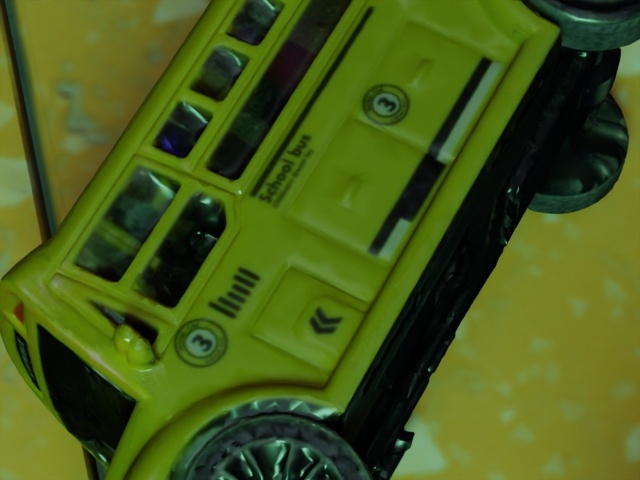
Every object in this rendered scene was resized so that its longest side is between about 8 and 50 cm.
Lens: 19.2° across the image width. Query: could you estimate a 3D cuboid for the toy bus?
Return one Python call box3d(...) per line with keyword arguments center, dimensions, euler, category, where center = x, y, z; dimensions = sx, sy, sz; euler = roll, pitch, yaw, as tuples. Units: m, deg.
box3d(center=(0.000, 0.000, 0.653), dimensions=(0.151, 0.145, 0.331), euler=(27, 66, 11), category="toy bus")
